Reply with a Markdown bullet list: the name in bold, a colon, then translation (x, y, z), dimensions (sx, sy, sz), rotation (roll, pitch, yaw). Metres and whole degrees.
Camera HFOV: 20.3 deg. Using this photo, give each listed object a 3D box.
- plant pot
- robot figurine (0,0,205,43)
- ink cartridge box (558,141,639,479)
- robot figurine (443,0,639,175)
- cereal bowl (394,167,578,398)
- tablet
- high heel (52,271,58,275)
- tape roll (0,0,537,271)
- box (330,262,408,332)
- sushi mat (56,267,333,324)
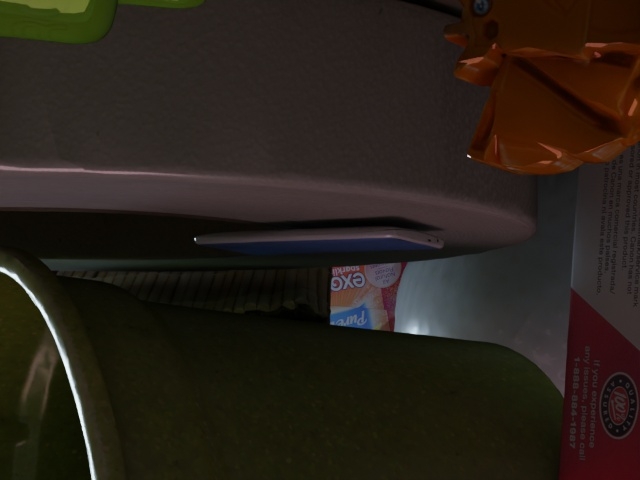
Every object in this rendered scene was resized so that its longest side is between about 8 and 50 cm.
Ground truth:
- **plant pot**: translation (-0.024, 0.139, 0.789), dimensions (0.253, 0.276, 0.276), rotation (-1, 178, -28)
- **robot figurine**: translation (-0.076, -0.076, 0.359), dimensions (0.115, 0.067, 0.101), rotation (6, 174, -8)
- **ink cartridge box**: translation (0.213, 0.027, 0.693), dimensions (0.100, 0.172, 0.237), rotation (8, 174, -36)
- **robot figurine**: translation (0.186, -0.045, 0.365), dimensions (0.291, 0.085, 0.211), rotation (2, 176, 33)
- **cereal bowl**: translation (0.203, 0.106, 1.023), dimensions (0.338, 0.141, 0.339), rotation (7, 147, 5)
- **tablet**: translation (0.000, 0.000, 0.679), dimensions (0.083, 0.006, 0.054), rotation (-2, 174, 24)
- **high heel**: translation (-0.164, 0.062, 1.221), dimensions (0.377, 0.181, 0.127), rotation (-2, -161, 0)
- **tape roll**: translation (-0.104, -0.035, 0.726), dimensions (0.392, 0.072, 0.392), rotation (1, 175, 0)
- **box**: translation (0.074, 0.084, 1.753), dimensions (0.154, 0.142, 0.300), rotation (3, 175, 25)
- **sushi mat**: translation (-0.067, 0.004, 1.006), dimensions (0.151, 0.019, 0.316), rotation (-5, -167, 2)
